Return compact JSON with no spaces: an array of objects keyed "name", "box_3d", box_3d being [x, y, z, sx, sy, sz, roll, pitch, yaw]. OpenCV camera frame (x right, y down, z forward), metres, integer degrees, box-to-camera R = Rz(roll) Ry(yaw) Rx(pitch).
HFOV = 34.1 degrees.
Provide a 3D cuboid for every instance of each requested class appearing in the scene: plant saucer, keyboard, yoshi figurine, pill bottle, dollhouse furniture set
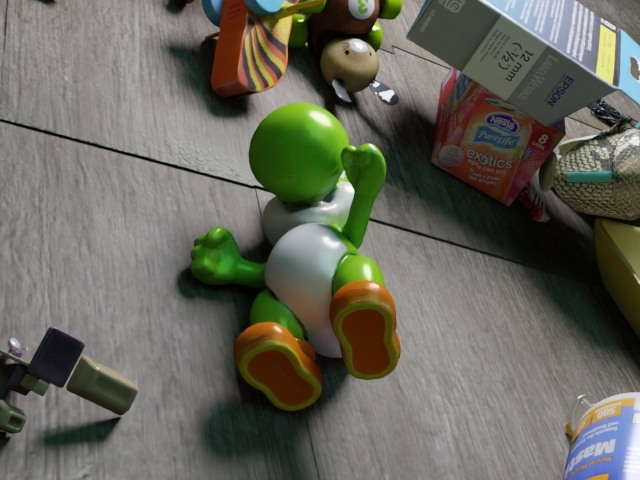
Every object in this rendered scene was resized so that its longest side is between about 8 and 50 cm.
[{"name":"plant saucer","box_3d":[0.558,0.130,1.492,0.333,0.081,0.333,13,37,-31]},{"name":"keyboard","box_3d":[0.594,-0.237,2.036,0.192,0.038,0.100,38,33,7]},{"name":"yoshi figurine","box_3d":[-0.018,-0.017,1.089,0.204,0.203,0.362,16,34,-15]},{"name":"pill bottle","box_3d":[0.305,0.282,1.019,0.152,0.152,0.272,36,33,2]},{"name":"dollhouse furniture set","box_3d":[-0.224,0.128,0.886,0.081,0.091,0.114,11,-19,48]}]

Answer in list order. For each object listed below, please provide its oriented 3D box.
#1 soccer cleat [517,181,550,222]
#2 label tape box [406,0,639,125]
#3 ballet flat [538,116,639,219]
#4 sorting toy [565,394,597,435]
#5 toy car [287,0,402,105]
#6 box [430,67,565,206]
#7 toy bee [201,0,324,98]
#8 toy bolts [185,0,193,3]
[{"name":"soccer cleat","box_3d":[0.322,-0.060,1.586,0.036,0.029,0.083,17,39,-40]},{"name":"label tape box","box_3d":[0.314,-0.282,1.508,0.348,0.115,0.249,33,34,-5]},{"name":"ballet flat","box_3d":[0.429,-0.108,1.594,0.182,0.164,0.483,1,4,19]},{"name":"sorting toy","box_3d":[0.332,0.221,1.226,0.083,0.045,0.075,49,28,22]},{"name":"toy car","box_3d":[0.047,-0.278,1.534,0.155,0.149,0.188,-1,58,-25]},{"name":"box","box_3d":[0.278,-0.211,1.623,0.142,0.154,0.300,29,33,-8]},{"name":"toy bee","box_3d":[-0.066,-0.330,1.413,0.195,0.298,0.162,20,8,42]},{"name":"toy bolts","box_3d":[-0.103,-0.410,1.573,0.158,0.218,0.228,36,-2,-22]}]
